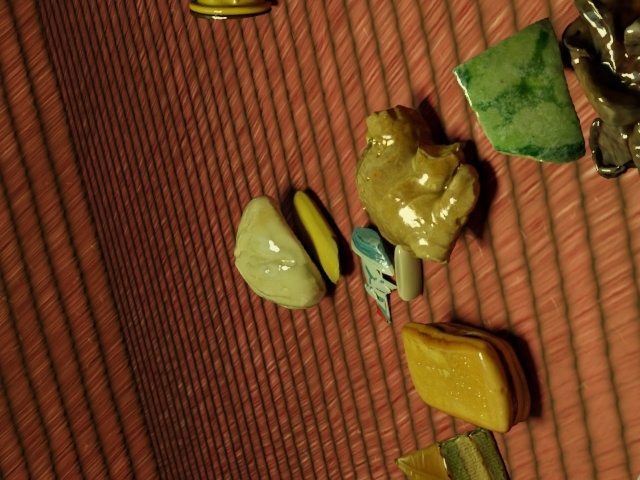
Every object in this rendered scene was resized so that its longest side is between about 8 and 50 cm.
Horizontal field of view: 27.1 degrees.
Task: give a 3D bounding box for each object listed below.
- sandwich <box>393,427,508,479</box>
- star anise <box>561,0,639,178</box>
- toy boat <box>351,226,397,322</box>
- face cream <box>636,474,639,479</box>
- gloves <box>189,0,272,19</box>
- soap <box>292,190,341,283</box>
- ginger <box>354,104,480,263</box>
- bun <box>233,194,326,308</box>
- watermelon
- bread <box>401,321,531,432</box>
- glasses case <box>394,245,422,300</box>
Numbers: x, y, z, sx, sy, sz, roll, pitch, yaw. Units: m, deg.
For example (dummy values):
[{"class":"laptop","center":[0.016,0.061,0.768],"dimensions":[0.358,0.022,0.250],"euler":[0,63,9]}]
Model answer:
[{"class":"sandwich","center":[0.168,0.309,1.685],"dimensions":[0.113,0.079,0.163],"euler":[70,157,9]},{"class":"star anise","center":[0.262,-0.122,1.105],"dimensions":[0.214,0.099,0.220],"euler":[93,153,-54]},{"class":"toy boat","center":[0.073,0.038,1.790],"dimensions":[0.105,0.034,0.149],"euler":[55,165,30]},{"class":"face cream","center":[0.374,0.257,1.168],"dimensions":[0.229,0.075,0.075],"euler":[16,121,64]},{"class":"gloves","center":[-0.129,-0.457,1.802],"dimensions":[0.133,0.116,0.294],"euler":[26,124,51]},{"class":"soap","center":[0.000,0.000,1.912],"dimensions":[0.168,0.033,0.089],"euler":[58,162,33]},{"class":"ginger","center":[0.102,-0.067,1.530],"dimensions":[0.216,0.102,0.157],"euler":[52,143,42]},{"class":"bun","center":[-0.071,0.025,1.948],"dimensions":[0.183,0.102,0.183],"euler":[57,176,6]},{"class":"watermelon","center":[0.174,-0.154,1.210],"dimensions":[0.158,0.097,0.121],"euler":[-92,-15,-48]},{"class":"bread","center":[0.173,0.153,1.562],"dimensions":[0.200,0.077,0.116],"euler":[11,115,63]},{"class":"glasses case","center":[0.111,0.037,1.678],"dimensions":[0.021,0.032,0.083],"euler":[32,135,52]}]
